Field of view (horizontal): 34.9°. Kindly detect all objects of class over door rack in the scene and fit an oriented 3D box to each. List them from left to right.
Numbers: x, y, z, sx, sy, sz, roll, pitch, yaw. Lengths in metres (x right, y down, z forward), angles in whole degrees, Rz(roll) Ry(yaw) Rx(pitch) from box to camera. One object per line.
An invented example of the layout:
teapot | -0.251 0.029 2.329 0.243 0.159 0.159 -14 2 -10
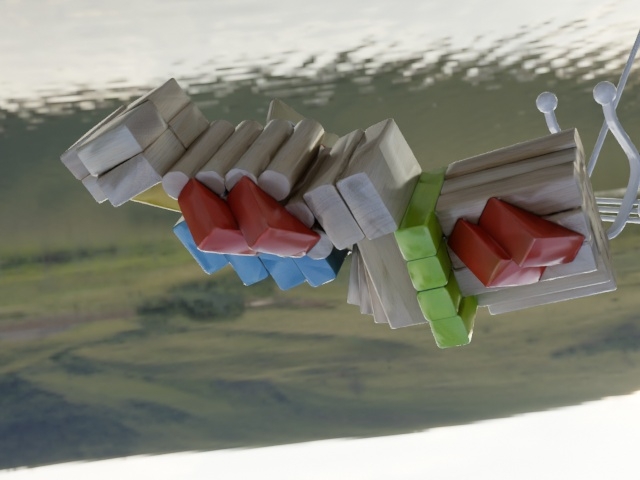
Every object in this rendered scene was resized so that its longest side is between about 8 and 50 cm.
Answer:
over door rack | 0.323 -0.151 0.966 0.108 0.324 0.239 35 173 -17

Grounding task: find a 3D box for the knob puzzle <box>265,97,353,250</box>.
knob puzzle | 0.005 -0.055 1.178 0.030 0.213 0.213 -40 159 34

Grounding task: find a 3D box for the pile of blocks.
pile of blocks | 0.000 0.000 0.627 0.362 0.149 0.112 9 -150 12
